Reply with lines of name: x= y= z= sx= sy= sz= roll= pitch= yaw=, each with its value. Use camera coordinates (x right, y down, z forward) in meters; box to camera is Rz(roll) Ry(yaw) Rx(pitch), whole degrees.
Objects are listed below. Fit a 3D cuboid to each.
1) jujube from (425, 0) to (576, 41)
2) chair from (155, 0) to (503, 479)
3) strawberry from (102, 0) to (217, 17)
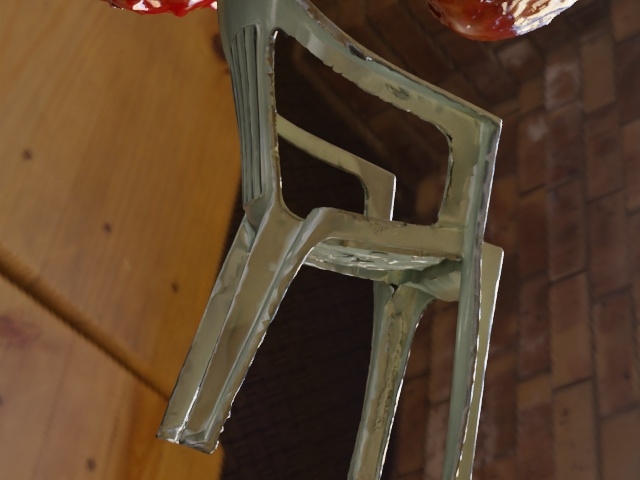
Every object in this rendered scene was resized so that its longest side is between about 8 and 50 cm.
jujube: x=0.078 y=-0.121 z=0.408 sx=0.077 sy=0.129 sz=0.077 roll=40 pitch=26 yaw=-24
chair: x=0.000 y=0.000 z=0.752 sx=0.191 sy=0.203 sz=0.274 roll=16 pitch=78 yaw=-12
strawberry: x=-0.120 y=-0.252 z=0.898 sx=0.234 sy=0.234 sz=0.178 roll=52 pitch=47 yaw=-21
